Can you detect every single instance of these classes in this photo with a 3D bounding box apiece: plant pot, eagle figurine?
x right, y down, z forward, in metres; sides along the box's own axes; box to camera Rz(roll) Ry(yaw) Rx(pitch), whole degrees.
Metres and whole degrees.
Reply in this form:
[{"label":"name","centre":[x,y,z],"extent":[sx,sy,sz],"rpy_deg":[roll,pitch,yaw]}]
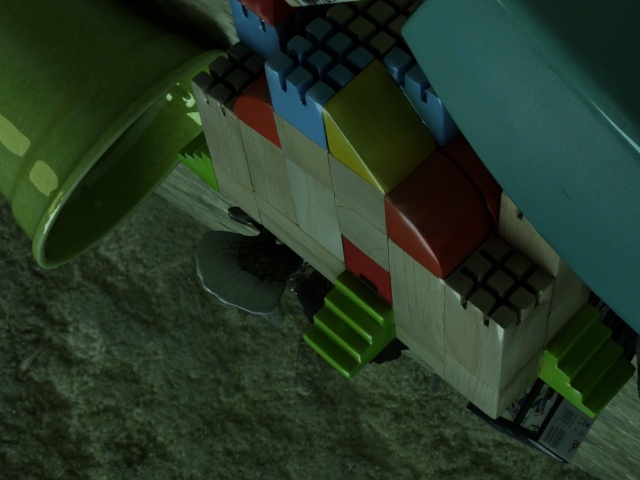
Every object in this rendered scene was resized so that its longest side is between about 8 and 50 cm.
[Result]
[{"label":"plant pot","centre":[0.159,-0.053,0.431],"extent":[0.234,0.165,0.165],"rpy_deg":[40,172,-5]},{"label":"eagle figurine","centre":[0.011,-0.001,1.271],"extent":[0.225,0.226,0.298],"rpy_deg":[9,164,9]},{"label":"plant pot","centre":[-0.267,-0.156,1.166],"extent":[0.254,0.276,0.276],"rpy_deg":[41,173,3]}]

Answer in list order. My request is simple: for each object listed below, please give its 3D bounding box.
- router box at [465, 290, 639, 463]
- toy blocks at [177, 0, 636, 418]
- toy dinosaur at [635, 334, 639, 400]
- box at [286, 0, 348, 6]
[{"label":"router box","centre":[0.228,0.107,1.124],"extent":[0.046,0.179,0.133],"rpy_deg":[36,172,-22]},{"label":"toy blocks","centre":[0.044,-0.053,0.796],"extent":[0.381,0.191,0.261],"rpy_deg":[39,160,25]},{"label":"toy dinosaur","centre":[0.267,0.089,0.859],"extent":[0.121,0.160,0.313],"rpy_deg":[14,169,9]},{"label":"box","centre":[0.016,-0.167,0.598],"extent":[0.087,0.058,0.232],"rpy_deg":[34,172,-25]}]
